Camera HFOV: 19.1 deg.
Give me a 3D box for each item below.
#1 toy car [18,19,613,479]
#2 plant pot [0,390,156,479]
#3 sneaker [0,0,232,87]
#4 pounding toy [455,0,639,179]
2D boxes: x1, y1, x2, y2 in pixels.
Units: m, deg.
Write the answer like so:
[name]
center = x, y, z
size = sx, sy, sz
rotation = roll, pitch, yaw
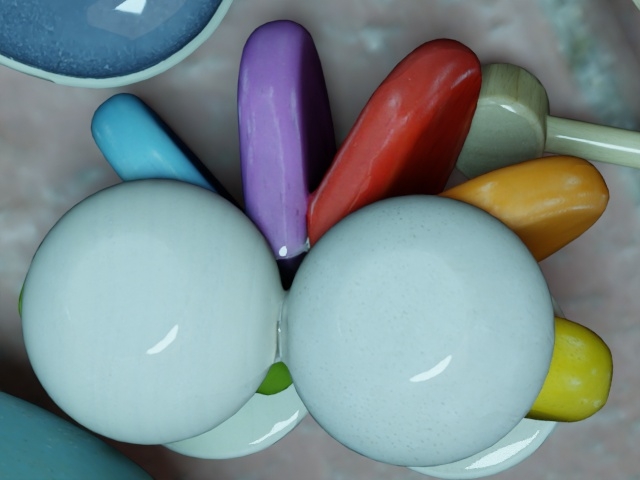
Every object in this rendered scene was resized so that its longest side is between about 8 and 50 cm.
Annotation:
[toy car]
center = 0.000, 0.000, 0.583
size = 0.182, 0.159, 0.136
rotation = 4, 82, 10
[plant pot]
center = -0.133, 0.152, 0.556
size = 0.290, 0.290, 0.195
rotation = 32, 58, -19
[sneaker]
center = -0.140, -0.176, 0.512
size = 0.131, 0.148, 0.350
rotation = -41, 110, -1
[pounding toy]
center = 0.126, -0.100, 0.633
size = 0.206, 0.094, 0.181
rotation = -33, 111, 19
